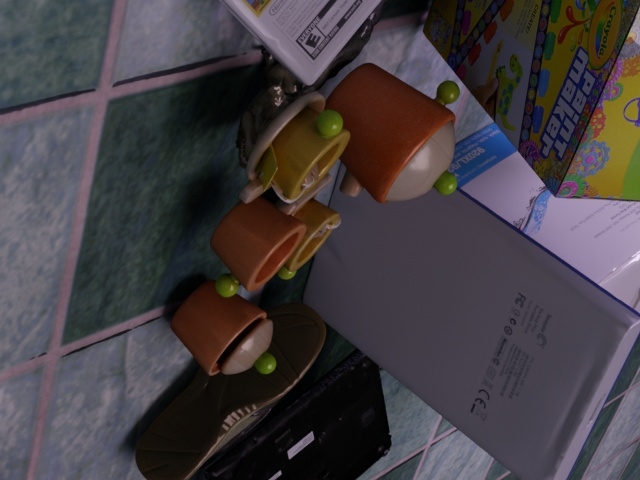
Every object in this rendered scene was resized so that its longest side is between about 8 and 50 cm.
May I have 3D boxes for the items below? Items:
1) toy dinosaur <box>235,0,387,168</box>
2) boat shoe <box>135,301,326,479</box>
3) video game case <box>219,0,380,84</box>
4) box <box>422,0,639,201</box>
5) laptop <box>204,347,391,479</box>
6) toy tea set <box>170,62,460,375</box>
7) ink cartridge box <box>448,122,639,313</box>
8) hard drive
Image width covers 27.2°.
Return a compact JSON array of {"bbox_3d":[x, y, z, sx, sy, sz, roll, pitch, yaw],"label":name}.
[{"bbox_3d":[0.015,-0.172,1.066,0.268,0.064,0.118,-42,162,-22],"label":"toy dinosaur"},{"bbox_3d":[-0.087,0.147,1.273,0.223,0.080,0.073,-45,175,-7],"label":"boat shoe"},{"bbox_3d":[0.003,-0.253,0.928,0.227,0.026,0.206,-51,136,-2],"label":"video game case"},{"bbox_3d":[0.289,-0.174,1.132,0.290,0.279,0.177,2,125,-25],"label":"box"},{"bbox_3d":[-0.050,0.240,1.431,0.234,0.137,0.264,-37,135,-28],"label":"laptop"},{"bbox_3d":[0.000,0.000,1.113,0.200,0.124,0.336,-40,166,-43],"label":"toy tea set"},{"bbox_3d":[0.230,0.012,1.416,0.168,0.233,0.171,-31,145,-36],"label":"ink cartridge box"},{"bbox_3d":[0.128,0.065,1.229,0.040,0.319,0.210,-24,141,-43],"label":"hard drive"}]
